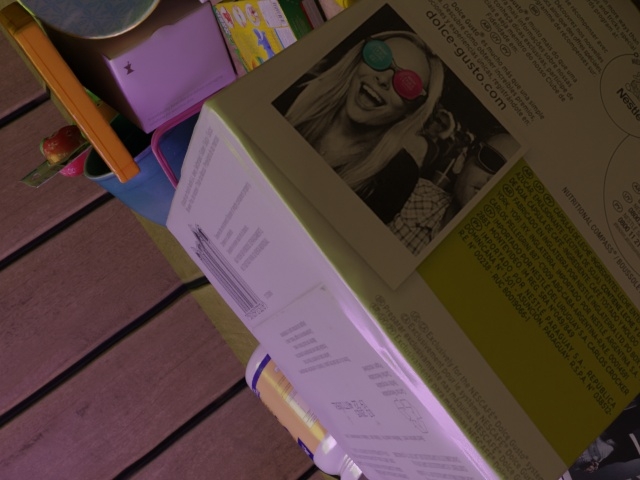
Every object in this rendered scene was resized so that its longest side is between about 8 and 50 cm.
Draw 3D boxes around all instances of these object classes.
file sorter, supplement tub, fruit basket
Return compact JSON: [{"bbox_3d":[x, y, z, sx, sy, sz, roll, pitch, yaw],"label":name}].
[{"bbox_3d":[-0.146,-0.131,1.247,0.182,0.202,0.291,60,173,-12],"label":"file sorter"},{"bbox_3d":[0.032,0.322,1.649,0.331,0.241,0.241,45,160,26],"label":"supplement tub"},{"bbox_3d":[-0.518,-0.245,1.785,0.165,0.353,0.327,59,161,-20],"label":"fruit basket"}]

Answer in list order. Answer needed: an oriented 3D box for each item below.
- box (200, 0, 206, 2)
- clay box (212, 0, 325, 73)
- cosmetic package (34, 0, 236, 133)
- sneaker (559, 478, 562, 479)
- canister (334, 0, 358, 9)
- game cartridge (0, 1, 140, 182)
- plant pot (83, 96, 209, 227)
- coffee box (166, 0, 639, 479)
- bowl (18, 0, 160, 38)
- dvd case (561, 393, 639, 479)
[{"bbox_3d":[-0.141,-0.383,1.024,0.102,0.101,0.087,51,162,9],"label":"box"},{"bbox_3d":[-0.064,-0.281,1.098,0.222,0.053,0.127,24,146,58],"label":"clay box"},{"bbox_3d":[-0.336,-0.352,1.407,0.365,0.197,0.155,38,155,42],"label":"cosmetic package"},{"bbox_3d":[0.286,0.199,0.986,0.150,0.135,0.366,35,153,37],"label":"sneaker"},{"bbox_3d":[-0.008,-0.334,0.840,0.170,0.073,0.126,44,160,22],"label":"canister"},{"bbox_3d":[-0.426,-0.252,1.347,0.285,0.053,0.324,59,171,-30],"label":"game cartridge"},{"bbox_3d":[-0.264,-0.136,1.545,0.255,0.271,0.272,48,167,-32],"label":"plant pot"},{"bbox_3d":[0.107,-0.018,0.712,0.338,0.334,0.337,52,161,0],"label":"coffee box"},{"bbox_3d":[-0.332,-0.463,1.203,0.289,0.290,0.156,60,-158,-19],"label":"bowl"},{"bbox_3d":[0.336,0.213,0.847,0.029,0.179,0.238,-92,-23,-62],"label":"dvd case"}]
